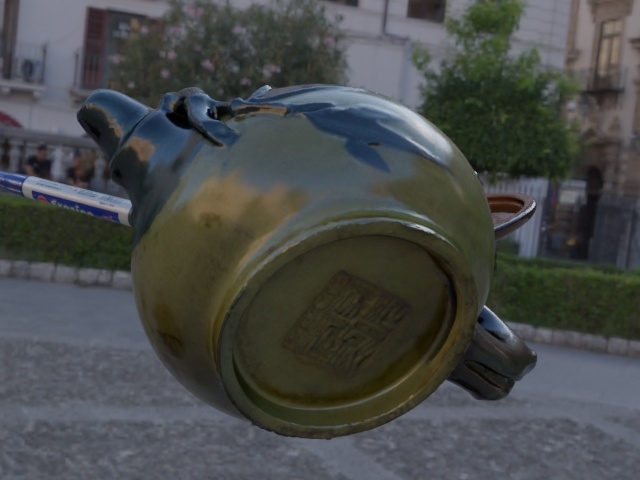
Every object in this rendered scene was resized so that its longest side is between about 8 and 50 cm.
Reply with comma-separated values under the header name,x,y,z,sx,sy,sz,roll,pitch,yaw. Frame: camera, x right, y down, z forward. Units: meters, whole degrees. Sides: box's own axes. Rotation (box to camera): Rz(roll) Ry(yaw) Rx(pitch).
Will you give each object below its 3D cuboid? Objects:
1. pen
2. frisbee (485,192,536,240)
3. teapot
name,x,y,z,sx,sy,sz,roll,pitch,yaw
pen,-0.258,-0.044,0.860,0.204,0.025,0.025,13,7,26
frisbee,0.106,-0.006,0.926,0.251,0.021,0.251,-17,9,3
teapot,0.000,0.000,0.449,0.269,0.173,0.182,25,21,-31
